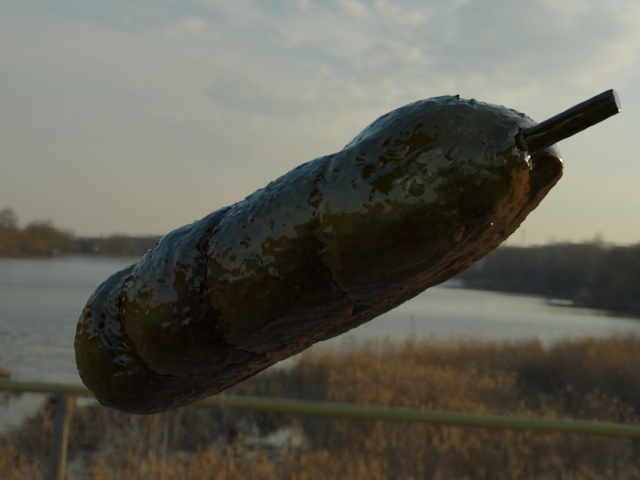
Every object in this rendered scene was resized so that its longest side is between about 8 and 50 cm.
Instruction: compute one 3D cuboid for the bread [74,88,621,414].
[{"bbox_3d":[0.001,0.002,0.562,0.344,0.084,0.124,-30,-15,33],"label":"bread"}]
